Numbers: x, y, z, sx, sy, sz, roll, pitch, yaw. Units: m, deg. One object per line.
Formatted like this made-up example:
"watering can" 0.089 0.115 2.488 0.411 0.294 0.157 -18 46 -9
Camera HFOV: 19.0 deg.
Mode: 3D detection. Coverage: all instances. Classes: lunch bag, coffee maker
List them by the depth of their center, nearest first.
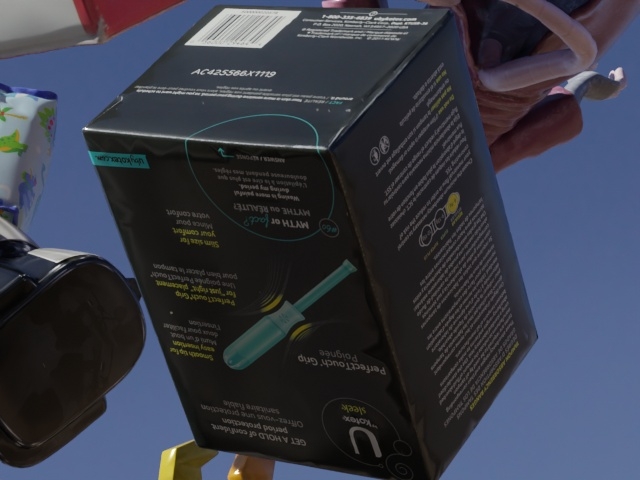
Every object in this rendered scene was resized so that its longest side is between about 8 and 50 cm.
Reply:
"coffee maker" -0.208 0.063 1.120 0.120 0.178 0.171 36 -98 -36
"lunch bag" -0.241 -0.020 1.317 0.096 0.128 0.151 14 -45 -2

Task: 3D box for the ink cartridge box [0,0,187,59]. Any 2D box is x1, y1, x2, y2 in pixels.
"ink cartridge box" -0.103 -0.302 1.181 0.160 0.279 0.385 -5 19 42

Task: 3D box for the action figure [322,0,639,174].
"action figure" 0.123 -0.119 1.322 0.248 0.275 0.370 23 -41 -10

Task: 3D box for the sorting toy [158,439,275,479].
"sorting toy" -0.109 0.294 1.510 0.229 0.307 0.041 28 -31 -36

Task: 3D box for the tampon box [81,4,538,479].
"tampon box" 0.000 0.000 0.765 0.120 0.101 0.161 6 -52 33
